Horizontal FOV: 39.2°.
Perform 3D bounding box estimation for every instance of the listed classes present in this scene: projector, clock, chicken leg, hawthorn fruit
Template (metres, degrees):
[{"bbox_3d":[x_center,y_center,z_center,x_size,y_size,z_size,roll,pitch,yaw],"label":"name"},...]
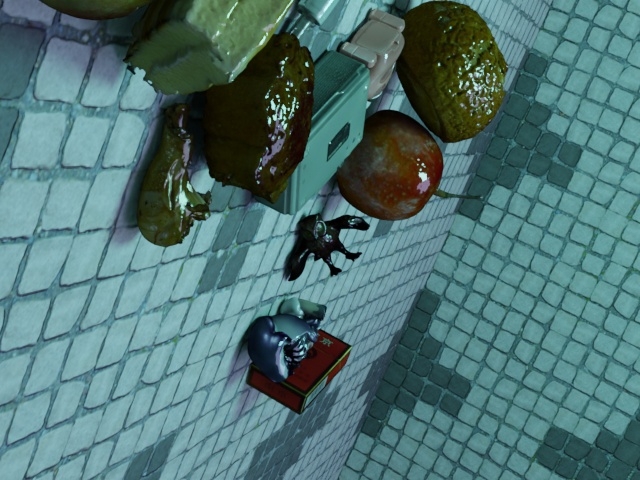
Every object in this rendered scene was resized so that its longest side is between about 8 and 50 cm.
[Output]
[{"bbox_3d":[-0.012,-0.187,1.595,0.257,0.099,0.192,-51,161,-34],"label":"projector"},{"bbox_3d":[0.100,-0.334,1.726,0.166,0.092,0.162,-54,164,-30],"label":"clock"},{"bbox_3d":[-0.194,-0.086,1.233,0.085,0.101,0.208,-106,-154,-69],"label":"chicken leg"},{"bbox_3d":[0.150,-0.148,1.932,0.235,0.263,0.231,-40,144,13],"label":"hawthorn fruit"}]

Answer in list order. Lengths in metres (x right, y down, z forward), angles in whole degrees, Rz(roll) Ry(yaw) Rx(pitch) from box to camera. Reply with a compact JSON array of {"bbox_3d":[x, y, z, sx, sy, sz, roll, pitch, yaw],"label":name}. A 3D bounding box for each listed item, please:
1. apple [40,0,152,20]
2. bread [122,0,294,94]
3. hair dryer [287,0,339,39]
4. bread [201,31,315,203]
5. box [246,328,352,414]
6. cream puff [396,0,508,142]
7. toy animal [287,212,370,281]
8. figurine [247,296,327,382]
[{"bbox_3d":[-0.184,-0.302,0.818,0.188,0.174,0.207,-34,163,-54],"label":"apple"},{"bbox_3d":[-0.105,-0.278,0.989,0.246,0.111,0.239,-60,-159,-14],"label":"bread"},{"bbox_3d":[0.038,-0.436,1.405,0.357,0.107,0.173,-56,160,-2],"label":"hair dryer"},{"bbox_3d":[-0.083,-0.173,1.283,0.247,0.135,0.232,92,12,-55],"label":"bread"},{"bbox_3d":[-0.046,0.291,2.114,0.240,0.153,0.074,-39,147,-54],"label":"box"},{"bbox_3d":[0.272,-0.356,1.850,0.212,0.303,0.303,-28,162,4],"label":"cream puff"},{"bbox_3d":[-0.003,-0.004,1.956,0.218,0.116,0.179,-35,131,-1],"label":"toy animal"},{"bbox_3d":[-0.077,0.207,1.962,0.222,0.145,0.145,-56,164,-53],"label":"figurine"}]
